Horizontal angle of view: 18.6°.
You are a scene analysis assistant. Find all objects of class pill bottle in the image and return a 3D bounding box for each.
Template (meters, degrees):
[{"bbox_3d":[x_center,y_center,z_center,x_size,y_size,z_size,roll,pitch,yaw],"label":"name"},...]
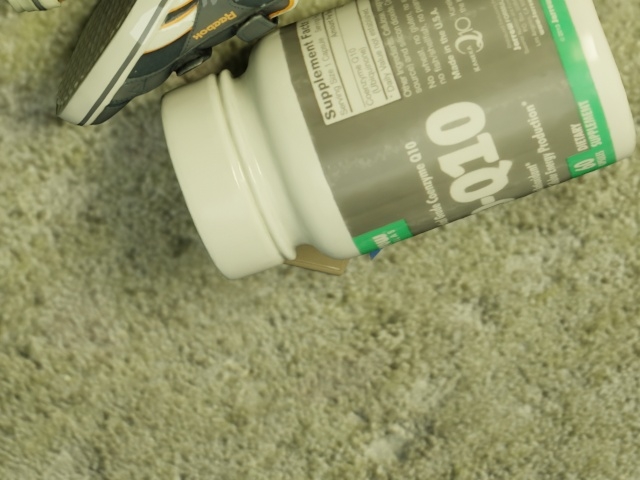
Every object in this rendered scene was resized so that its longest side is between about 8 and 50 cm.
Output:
[{"bbox_3d":[0.063,-0.105,1.635,0.361,0.204,0.204,-20,129,6],"label":"pill bottle"}]

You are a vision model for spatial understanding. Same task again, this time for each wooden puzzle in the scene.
[{"bbox_3d":[0.000,0.000,1.833,0.116,0.014,0.078,19,127,-23],"label":"wooden puzzle"}]

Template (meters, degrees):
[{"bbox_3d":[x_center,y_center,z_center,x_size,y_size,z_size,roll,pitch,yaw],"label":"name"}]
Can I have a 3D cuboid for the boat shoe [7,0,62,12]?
[{"bbox_3d":[-0.235,-0.352,1.361,0.156,0.187,0.500,-25,147,-1],"label":"boat shoe"}]

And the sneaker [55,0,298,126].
[{"bbox_3d":[-0.092,-0.201,1.579,0.127,0.126,0.321,27,118,-22],"label":"sneaker"}]
